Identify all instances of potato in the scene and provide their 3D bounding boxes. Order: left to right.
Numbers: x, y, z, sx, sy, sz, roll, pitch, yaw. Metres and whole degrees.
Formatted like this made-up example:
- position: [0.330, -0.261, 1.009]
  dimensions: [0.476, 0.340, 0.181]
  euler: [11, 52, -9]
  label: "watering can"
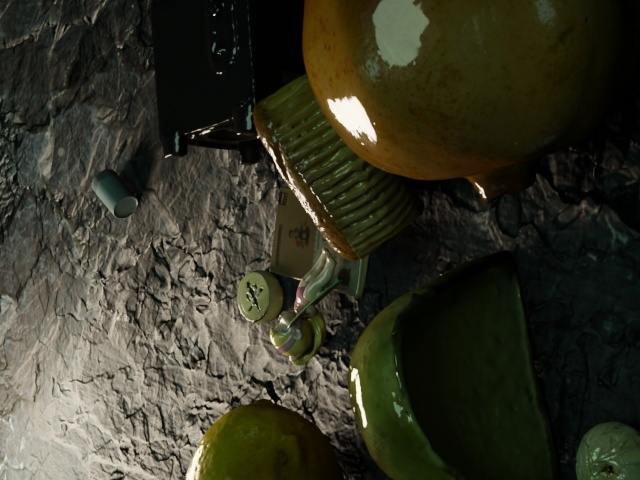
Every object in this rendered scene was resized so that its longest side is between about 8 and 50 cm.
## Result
- position: [0.122, 0.195, 1.657]
  dimensions: [0.213, 0.280, 0.330]
  euler: [-22, 75, 41]
  label: "potato"

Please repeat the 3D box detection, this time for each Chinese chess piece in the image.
- position: [-0.095, 0.088, 2.058]
  dimensions: [0.084, 0.034, 0.084]
  euler: [-4, 85, 46]
  label: "Chinese chess piece"

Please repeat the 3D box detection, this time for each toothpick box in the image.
- position: [-0.365, -0.083, 2.330]
  dimensions: [0.083, 0.052, 0.052]
  euler: [48, 121, 34]
  label: "toothpick box"

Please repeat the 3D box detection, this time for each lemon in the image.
- position: [-0.079, 0.368, 1.888]
  dimensions: [0.233, 0.234, 0.288]
  euler: [-33, 54, 41]
  label: "lemon"

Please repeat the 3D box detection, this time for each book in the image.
- position: [0.000, 0.000, 1.974]
  dimensions: [0.199, 0.016, 0.138]
  euler: [15, 100, 45]
  label: "book"

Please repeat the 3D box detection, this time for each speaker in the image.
- position: [-0.123, -0.258, 1.993]
  dimensions: [0.232, 0.184, 0.253]
  euler: [-12, 78, 45]
  label: "speaker"

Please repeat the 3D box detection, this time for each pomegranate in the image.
- position: [0.183, -0.236, 1.549]
  dimensions: [0.417, 0.417, 0.416]
  euler: [-2, 87, 46]
  label: "pomegranate"

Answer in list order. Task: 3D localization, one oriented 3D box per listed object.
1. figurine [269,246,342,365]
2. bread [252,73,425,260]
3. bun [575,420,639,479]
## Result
- position: [-0.015, 0.102, 1.945]
  dimensions: [0.083, 0.083, 0.187]
  euler: [38, 112, 40]
  label: "figurine"
- position: [0.019, -0.101, 1.777]
  dimensions: [0.142, 0.253, 0.227]
  euler: [-36, 34, 3]
  label: "bread"
- position: [0.348, 0.274, 1.568]
  dimensions: [0.115, 0.069, 0.115]
  euler: [-2, 87, 48]
  label: "bun"
